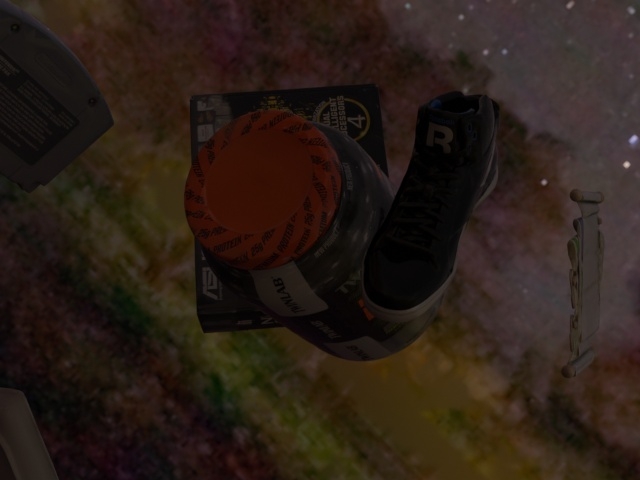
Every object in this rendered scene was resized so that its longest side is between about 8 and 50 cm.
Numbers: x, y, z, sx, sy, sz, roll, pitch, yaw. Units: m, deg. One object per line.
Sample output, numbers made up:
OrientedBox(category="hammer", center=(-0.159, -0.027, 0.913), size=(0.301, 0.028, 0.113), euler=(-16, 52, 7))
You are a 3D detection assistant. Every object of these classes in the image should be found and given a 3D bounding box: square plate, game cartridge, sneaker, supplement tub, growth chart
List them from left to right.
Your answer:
OrientedBox(category="square plate", center=(-0.490, 0.385, 1.651), size=(0.347, 0.049, 0.344), euler=(-4, -72, 49))
OrientedBox(category="game cartridge", center=(-0.422, -0.204, 1.468), size=(0.060, 0.196, 0.294), euler=(54, 4, 38))
OrientedBox(category="supplement tub", center=(0.000, 0.000, 1.193), size=(0.207, 0.207, 0.338), euler=(43, 2, 30))
OrientedBox(category="sneaker", center=(0.087, -0.045, 0.889), size=(0.079, 0.217, 0.121), euler=(15, -41, 21))
OrientedBox(category="growth chart", center=(0.325, 0.048, 1.318), size=(0.021, 0.237, 0.172), euler=(1, -4, 26))

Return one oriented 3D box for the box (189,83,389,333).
OrientedBox(category="box", center=(-0.044, -0.058, 1.721), size=(0.097, 0.318, 0.395), euler=(86, 0, -65))
